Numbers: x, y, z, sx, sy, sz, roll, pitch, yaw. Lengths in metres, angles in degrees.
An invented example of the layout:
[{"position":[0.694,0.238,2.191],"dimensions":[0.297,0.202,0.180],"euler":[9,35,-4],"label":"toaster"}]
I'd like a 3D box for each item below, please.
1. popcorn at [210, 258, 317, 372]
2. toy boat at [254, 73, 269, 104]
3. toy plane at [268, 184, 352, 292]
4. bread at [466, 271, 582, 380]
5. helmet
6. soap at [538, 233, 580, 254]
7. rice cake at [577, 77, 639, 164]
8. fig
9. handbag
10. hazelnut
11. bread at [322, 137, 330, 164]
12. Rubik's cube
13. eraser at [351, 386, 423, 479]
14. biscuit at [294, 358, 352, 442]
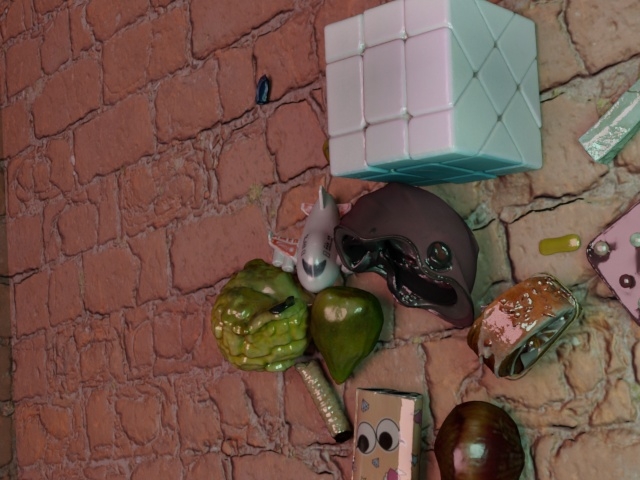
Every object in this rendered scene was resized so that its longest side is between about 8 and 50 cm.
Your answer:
[{"position":[-0.125,0.183,2.161],"dimensions":[0.293,0.293,0.237],"euler":[13,136,44],"label":"popcorn"},{"position":[-0.152,-0.396,2.377],"dimensions":[0.038,0.038,0.083],"euler":[19,100,43],"label":"toy boat"},{"position":[0.001,0.002,2.115],"dimensions":[0.252,0.118,0.252],"euler":[-5,65,11],"label":"toy plane"},{"position":[0.375,0.159,1.704],"dimensions":[0.142,0.212,0.224],"euler":[52,121,29],"label":"bread"},{"position":[0.203,0.011,1.867],"dimensions":[0.338,0.271,0.197],"euler":[29,70,5],"label":"helmet"},{"position":[0.465,0.008,1.765],"dimensions":[0.089,0.012,0.034],"euler":[-14,77,42],"label":"soap"},{"position":[0.602,-0.275,1.625],"dimensions":[0.336,0.063,0.066],"euler":[-50,63,27],"label":"rice cake"},{"position":[0.060,0.197,2.059],"dimensions":[0.167,0.167,0.233],"euler":[47,154,35],"label":"fig"},{"position":[0.600,0.029,1.593],"dimensions":[0.216,0.074,0.203],"euler":[-47,57,30],"label":"handbag"},{"position":[0.312,0.414,1.780],"dimensions":[0.178,0.178,0.203],"euler":[-31,35,38],"label":"hazelnut"},{"position":[0.058,-0.198,2.121],"dimensions":[0.157,0.094,0.082],"euler":[25,99,34],"label":"bread"},{"position":[0.225,-0.288,1.810],"dimensions":[0.316,0.322,0.318],"euler":[-7,83,42],"label":"Rubik's cube"},{"position":[0.150,0.475,1.976],"dimensions":[0.171,0.087,0.290],"euler":[0,86,45],"label":"eraser"},{"position":[0.007,0.375,2.139],"dimensions":[0.219,0.061,0.055],"euler":[61,143,30],"label":"biscuit"}]
